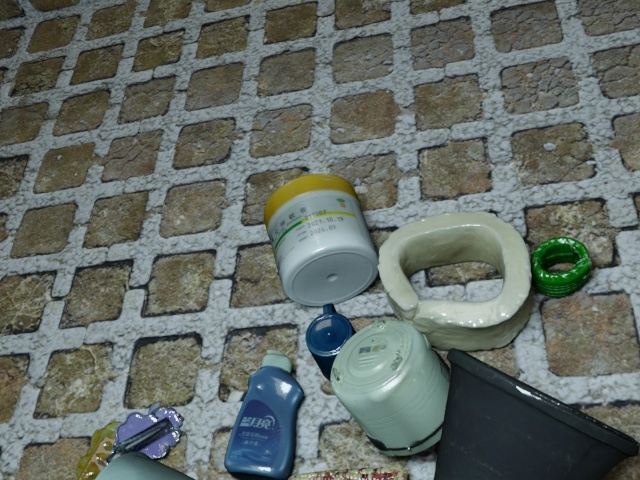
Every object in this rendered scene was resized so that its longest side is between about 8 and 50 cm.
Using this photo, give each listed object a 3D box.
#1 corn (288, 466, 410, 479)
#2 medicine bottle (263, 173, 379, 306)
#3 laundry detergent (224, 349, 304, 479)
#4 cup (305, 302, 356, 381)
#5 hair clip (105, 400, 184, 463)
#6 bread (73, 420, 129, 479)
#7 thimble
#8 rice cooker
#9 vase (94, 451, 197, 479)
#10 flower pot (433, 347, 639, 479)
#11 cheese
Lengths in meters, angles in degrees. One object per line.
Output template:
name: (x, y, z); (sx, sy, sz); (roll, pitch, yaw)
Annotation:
corn: (0.054, 0.494, 1.362); (0.253, 0.086, 0.086); (-7, 54, 15)
medicine bottle: (0.000, 0.000, 1.633); (0.237, 0.238, 0.232); (-20, 52, 4)
laundry detergent: (-0.113, 0.372, 1.498); (0.143, 0.094, 0.290); (-4, 55, 21)
cup: (0.025, 0.226, 1.528); (0.113, 0.138, 0.150); (-37, 53, -9)
hair clip: (-0.389, 0.433, 1.530); (0.195, 0.052, 0.124); (-29, 79, -41)
bread: (-0.491, 0.515, 1.532); (0.128, 0.088, 0.232); (15, 63, 21)
thimble: (0.526, 0.058, 1.510); (0.130, 0.090, 0.118); (-3, 54, 17)
rice cooker: (0.152, 0.295, 1.378); (0.226, 0.244, 0.226); (-30, 26, 17)
vase: (-0.309, 0.560, 1.366); (0.291, 0.245, 0.245); (11, 60, 35)
flower pot: (0.342, 0.376, 1.220); (0.379, 0.379, 0.251); (27, 89, 32)
cheese: (0.293, 0.091, 1.524); (0.332, 0.153, 0.293); (-6, 54, 15)
